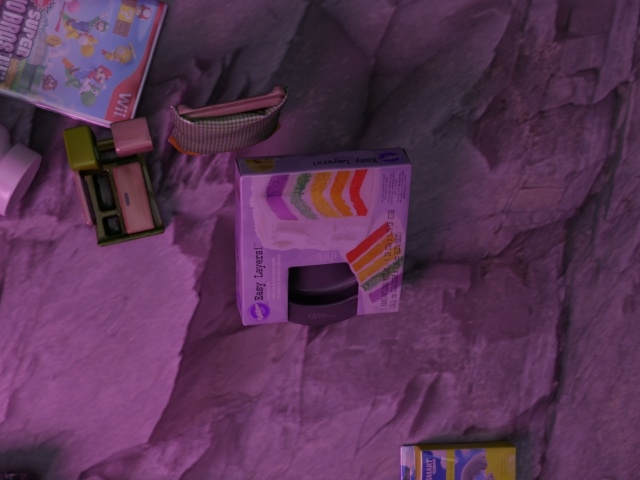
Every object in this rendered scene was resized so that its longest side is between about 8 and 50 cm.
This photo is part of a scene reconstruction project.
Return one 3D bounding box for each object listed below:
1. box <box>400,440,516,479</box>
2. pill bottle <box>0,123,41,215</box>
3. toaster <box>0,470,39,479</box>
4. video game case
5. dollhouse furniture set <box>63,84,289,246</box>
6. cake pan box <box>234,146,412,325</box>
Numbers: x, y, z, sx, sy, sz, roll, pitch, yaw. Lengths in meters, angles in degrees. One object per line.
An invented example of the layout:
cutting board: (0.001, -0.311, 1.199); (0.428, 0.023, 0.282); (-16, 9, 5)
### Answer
box: (0.217, 0.375, 1.365); (0.178, 0.042, 0.108); (0, 90, -10)
pill bottle: (-0.509, -0.131, 1.197); (0.221, 0.121, 0.121); (30, 86, -9)
toaster: (-0.481, 0.430, 1.206); (0.147, 0.129, 0.226); (6, 92, -6)
video game case: (-0.389, -0.293, 1.266); (0.285, 0.025, 0.204); (17, 87, -10)
dollhouse furniture set: (-0.183, -0.099, 1.214); (0.302, 0.197, 0.151); (-13, 90, -9)
cake pan box: (0.000, 0.000, 1.259); (0.246, 0.070, 0.266); (-2, 122, -10)
